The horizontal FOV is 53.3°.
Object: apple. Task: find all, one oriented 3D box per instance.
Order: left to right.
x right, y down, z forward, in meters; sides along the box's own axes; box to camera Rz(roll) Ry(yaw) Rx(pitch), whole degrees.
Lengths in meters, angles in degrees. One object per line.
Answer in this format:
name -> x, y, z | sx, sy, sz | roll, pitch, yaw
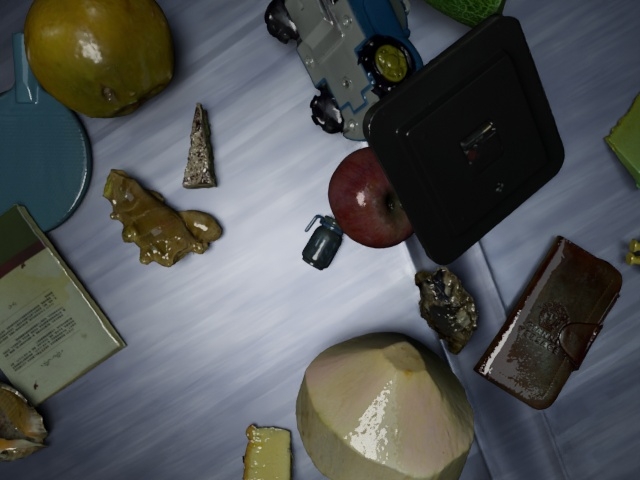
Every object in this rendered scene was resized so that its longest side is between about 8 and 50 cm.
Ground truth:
apple -> 0.084, -0.067, 0.958 | 0.153, 0.120, 0.153 | -6, 104, -25

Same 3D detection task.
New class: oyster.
oyster -> 0.190, 0.112, 0.979 | 0.051, 0.103, 0.148 | -41, 105, -37

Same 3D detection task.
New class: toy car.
toy car -> 0.056, -0.299, 0.949 | 0.166, 0.198, 0.314 | -27, 91, -27

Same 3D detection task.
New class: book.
book -> -0.482, 0.110, 1.046 | 0.201, 0.026, 0.289 | -34, 93, 6

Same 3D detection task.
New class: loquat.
loquat -> -0.340, -0.308, 0.956 | 0.213, 0.213, 0.246 | -35, 98, 4

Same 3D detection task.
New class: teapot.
teapot -> 0.004, 0.002, 1.017 | 0.049, 0.063, 0.083 | 30, 90, -28

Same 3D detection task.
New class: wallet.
wallet -> 0.362, 0.131, 0.993 | 0.137, 0.031, 0.255 | 31, 93, 4

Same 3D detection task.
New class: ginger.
ginger -> -0.268, -0.024, 1.013 | 0.205, 0.081, 0.115 | 27, 87, 2

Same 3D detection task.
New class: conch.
conch -> -0.535, 0.291, 1.012 | 0.207, 0.130, 0.155 | 21, 124, -12

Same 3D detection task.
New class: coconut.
coconut -> 0.094, 0.245, 0.899 | 0.259, 0.259, 0.259 | 0, 91, 4

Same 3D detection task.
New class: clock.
clock -> 0.218, -0.135, 0.903 | 0.279, 0.049, 0.273 | -39, 120, -10

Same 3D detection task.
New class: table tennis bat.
table tennis bat -> -0.483, -0.172, 1.050 | 0.215, 0.044, 0.329 | 2, 93, 5

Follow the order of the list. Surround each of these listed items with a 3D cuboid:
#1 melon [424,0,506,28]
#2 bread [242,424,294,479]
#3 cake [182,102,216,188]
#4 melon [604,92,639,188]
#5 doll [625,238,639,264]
melon -> 0.156, -0.455, 0.940 | 0.323, 0.196, 0.124 | 40, 79, 9
bread -> -0.082, 0.354, 1.004 | 0.084, 0.080, 0.109 | -1, 93, 2
cake -> -0.186, -0.148, 1.022 | 0.055, 0.051, 0.140 | 9, 93, 5
melon -> 0.528, -0.205, 0.982 | 0.114, 0.053, 0.262 | 27, 89, 22
doll -> 0.542, 0.024, 0.967 | 0.143, 0.057, 0.099 | 3, 112, 4
